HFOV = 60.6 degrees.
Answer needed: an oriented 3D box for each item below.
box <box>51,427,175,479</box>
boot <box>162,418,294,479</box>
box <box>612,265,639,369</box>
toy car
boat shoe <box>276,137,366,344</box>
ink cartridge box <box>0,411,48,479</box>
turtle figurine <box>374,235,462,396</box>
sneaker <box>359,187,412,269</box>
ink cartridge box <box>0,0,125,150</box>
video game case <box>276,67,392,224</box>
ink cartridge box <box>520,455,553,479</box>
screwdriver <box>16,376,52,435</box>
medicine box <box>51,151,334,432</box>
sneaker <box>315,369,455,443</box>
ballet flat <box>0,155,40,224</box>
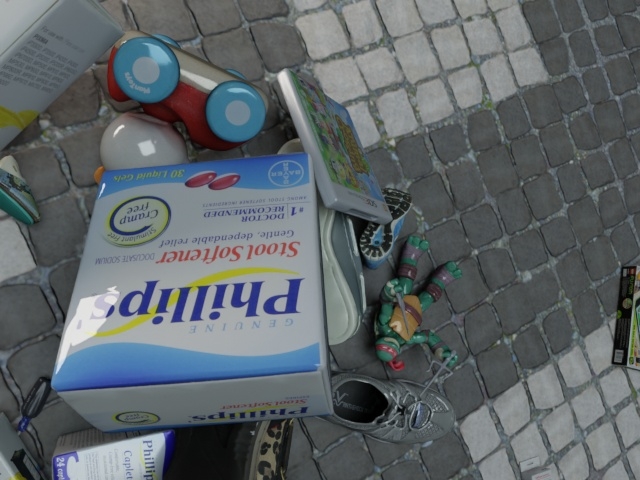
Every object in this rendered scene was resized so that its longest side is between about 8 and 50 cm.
[{"bbox_3d":[-0.255,0.276,0.687,0.137,0.126,0.072,-6,85,-23],"label":"box"},{"bbox_3d":[-0.074,0.309,0.725,0.377,0.138,0.284,-82,158,-47],"label":"boot"},{"bbox_3d":[0.667,0.165,1.131,0.114,0.036,0.206,16,79,-21],"label":"box"},{"bbox_3d":[-0.205,-0.136,0.743,0.210,0.219,0.238,22,105,-20],"label":"toy car"},{"bbox_3d":[0.000,0.000,0.857,0.099,0.116,0.319,3,72,-66],"label":"boat shoe"},{"bbox_3d":[-0.398,0.316,0.643,0.127,0.072,0.175,-31,97,-13],"label":"ink cartridge box"},{"bbox_3d":[0.143,0.116,0.876,0.175,0.118,0.234,46,54,-27],"label":"turtle figurine"},{"bbox_3d":[0.103,-0.021,0.910,0.063,0.073,0.162,21,57,13],"label":"sneaker"},{"bbox_3d":[-0.447,-0.207,0.555,0.385,0.160,0.279,-41,95,4],"label":"ink cartridge box"},{"bbox_3d":[0.026,-0.132,0.810,0.193,0.023,0.212,11,55,-60],"label":"video game case"},{"bbox_3d":[0.395,0.442,0.993,0.048,0.028,0.083,-7,87,-23],"label":"ink cartridge box"},{"bbox_3d":[-0.385,0.255,0.693,0.025,0.024,0.169,18,78,9],"label":"screwdriver"},{"bbox_3d":[-0.127,0.056,0.644,0.264,0.149,0.289,-5,53,1],"label":"medicine box"},{"bbox_3d":[0.097,0.265,0.840,0.281,0.115,0.105,14,79,-21],"label":"sneaker"},{"bbox_3d":[-0.427,-0.096,0.692,0.188,0.070,0.070,38,72,-18],"label":"ballet flat"}]
